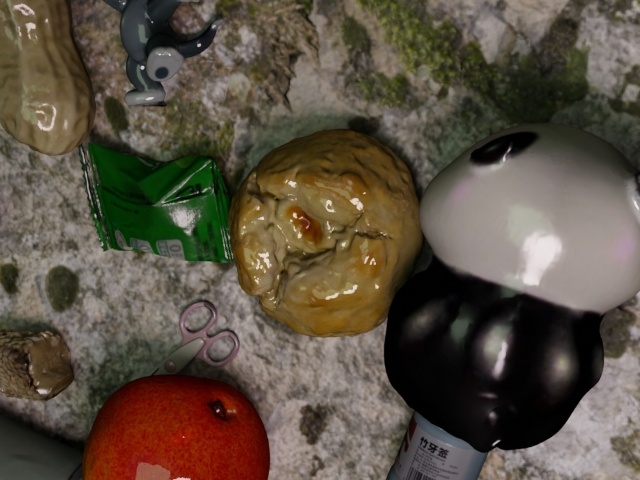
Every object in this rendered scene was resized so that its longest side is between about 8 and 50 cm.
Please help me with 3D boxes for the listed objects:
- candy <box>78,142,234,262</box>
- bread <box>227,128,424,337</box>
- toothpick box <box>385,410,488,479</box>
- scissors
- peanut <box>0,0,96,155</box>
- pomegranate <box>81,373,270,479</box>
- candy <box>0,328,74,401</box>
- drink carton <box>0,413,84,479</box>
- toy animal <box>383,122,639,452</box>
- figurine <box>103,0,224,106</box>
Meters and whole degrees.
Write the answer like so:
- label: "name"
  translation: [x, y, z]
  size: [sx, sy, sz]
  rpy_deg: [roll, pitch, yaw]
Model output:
- label: "candy"
  translation: [-0.197, -0.044, 1.515]
  size: [0.203, 0.078, 0.141]
  rpy_deg: [5, 104, 26]
- label: "bread"
  translation: [0.000, 0.000, 1.416]
  size: [0.244, 0.134, 0.244]
  rpy_deg: [4, 101, 22]
- label: "toothpick box"
  translation: [0.140, 0.231, 1.432]
  size: [0.101, 0.101, 0.153]
  rpy_deg: [25, 110, 14]
- label: "scissors"
  translation: [-0.180, 0.150, 1.581]
  size: [0.176, 0.022, 0.085]
  rpy_deg: [-39, 88, 21]
- label: "peanut"
  translation: [-0.349, -0.244, 1.504]
  size: [0.136, 0.120, 0.298]
  rpy_deg: [-8, 96, 43]
- label: "pomegranate"
  translation: [-0.179, 0.274, 1.509]
  size: [0.221, 0.221, 0.257]
  rpy_deg: [51, 131, 3]
- label: "candy"
  translation: [-0.375, 0.157, 1.627]
  size: [0.110, 0.085, 0.095]
  rpy_deg: [-3, 108, 32]
- label: "drink carton"
  translation: [-0.406, 0.311, 1.636]
  size: [0.190, 0.185, 0.191]
  rpy_deg: [21, 108, 4]
- label: "toy animal"
  translation: [0.208, 0.034, 1.294]
  size: [0.251, 0.251, 0.310]
  rpy_deg: [23, 116, 15]
- label: "figurine"
  translation: [-0.169, -0.278, 1.418]
  size: [0.193, 0.140, 0.265]
  rpy_deg: [15, 122, 41]
